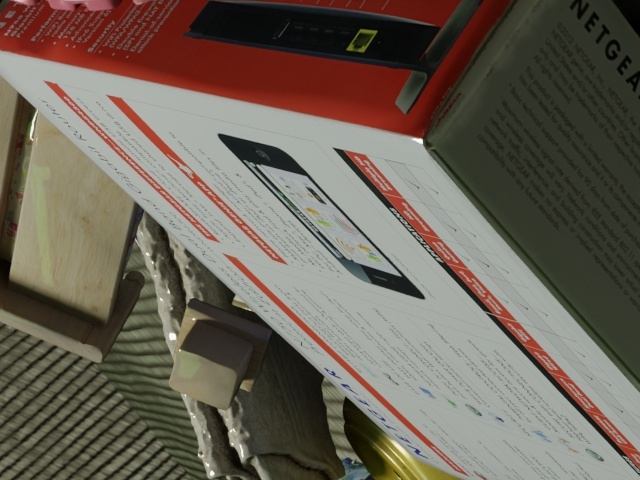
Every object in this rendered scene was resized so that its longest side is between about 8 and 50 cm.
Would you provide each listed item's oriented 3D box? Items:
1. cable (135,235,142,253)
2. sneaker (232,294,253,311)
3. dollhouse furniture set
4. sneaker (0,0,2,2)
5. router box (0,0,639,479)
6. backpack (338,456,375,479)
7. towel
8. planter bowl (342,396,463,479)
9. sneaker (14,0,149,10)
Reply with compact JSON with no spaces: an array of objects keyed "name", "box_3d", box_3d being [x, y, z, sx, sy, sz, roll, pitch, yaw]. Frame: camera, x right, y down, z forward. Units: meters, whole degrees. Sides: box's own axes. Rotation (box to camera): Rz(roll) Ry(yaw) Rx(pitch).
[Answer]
[{"name":"cable","box_3d":[-0.131,-0.017,1.661,0.150,0.047,0.184,37,161,25]},{"name":"sneaker","box_3d":[0.000,0.000,1.221,0.064,0.086,0.192,17,-172,12]},{"name":"dollhouse furniture set","box_3d":[-0.144,-0.127,0.962,0.356,0.174,0.303,23,136,3]},{"name":"sneaker","box_3d":[-0.272,-0.132,0.830,0.270,0.090,0.145,-12,123,29]},{"name":"router box","box_3d":[0.060,0.011,0.777,0.301,0.082,0.335,17,157,52]},{"name":"backpack","box_3d":[0.052,0.229,1.639,0.105,0.084,0.114,54,161,-17]},{"name":"towel","box_3d":[-0.059,0.036,1.246,0.187,0.049,0.282,36,-147,-68]},{"name":"planter bowl","box_3d":[0.079,0.129,1.257,0.217,0.090,0.217,45,166,14]},{"name":"sneaker","box_3d":[-0.031,-0.159,0.662,0.299,0.121,0.112,-4,125,38]}]
